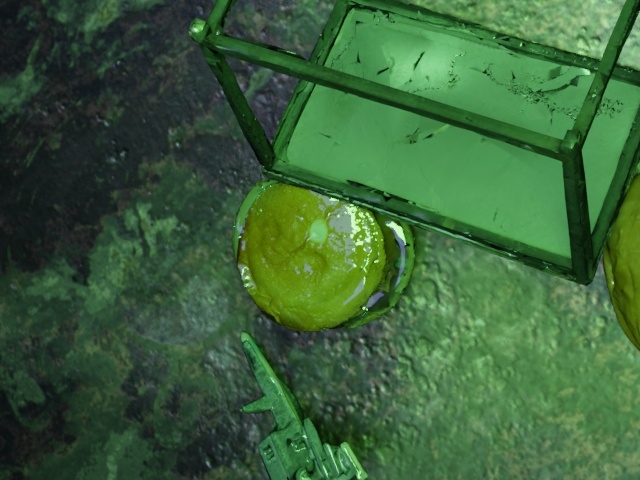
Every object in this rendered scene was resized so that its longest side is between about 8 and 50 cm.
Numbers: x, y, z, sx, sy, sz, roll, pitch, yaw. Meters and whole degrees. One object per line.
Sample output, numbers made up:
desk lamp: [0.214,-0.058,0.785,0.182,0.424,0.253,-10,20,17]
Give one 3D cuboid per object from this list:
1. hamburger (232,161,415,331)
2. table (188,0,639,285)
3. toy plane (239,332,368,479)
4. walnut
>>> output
hamburger: [0.000,0.000,1.490,0.185,0.113,0.177,21,111,27]
table: [0.109,-0.157,1.287,0.335,0.272,0.222,19,72,19]
toy plane: [-0.034,0.217,1.545,0.262,0.088,0.192,56,141,10]
walnut: [0.339,0.031,1.360,0.167,0.087,0.211,-9,95,20]
